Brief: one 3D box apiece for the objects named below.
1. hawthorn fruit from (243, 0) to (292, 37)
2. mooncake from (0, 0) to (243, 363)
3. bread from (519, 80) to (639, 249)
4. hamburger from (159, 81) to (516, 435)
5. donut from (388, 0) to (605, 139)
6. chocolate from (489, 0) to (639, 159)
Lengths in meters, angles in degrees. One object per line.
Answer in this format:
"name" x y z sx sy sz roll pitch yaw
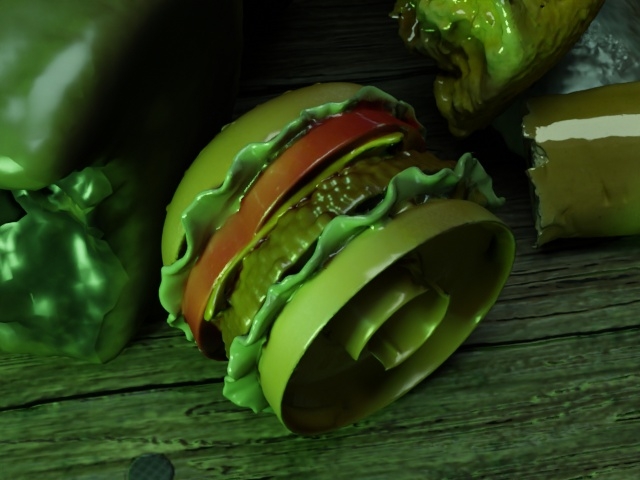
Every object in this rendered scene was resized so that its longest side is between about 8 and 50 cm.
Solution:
"hawthorn fruit" -0.148 -0.303 1.783 0.295 0.295 0.311 -27 37 -19
"mooncake" -0.232 -0.074 1.526 0.246 0.394 0.393 28 26 16
"bread" 0.253 -0.068 1.701 0.173 0.085 0.134 -9 95 -5
"hamburger" 0.000 0.000 1.556 0.274 0.274 0.212 -31 63 -22
"donut" 0.073 -0.325 1.640 0.435 0.163 0.377 24 63 -22
"chocolate" 0.216 -0.208 1.829 0.185 0.100 0.303 -13 58 -14
